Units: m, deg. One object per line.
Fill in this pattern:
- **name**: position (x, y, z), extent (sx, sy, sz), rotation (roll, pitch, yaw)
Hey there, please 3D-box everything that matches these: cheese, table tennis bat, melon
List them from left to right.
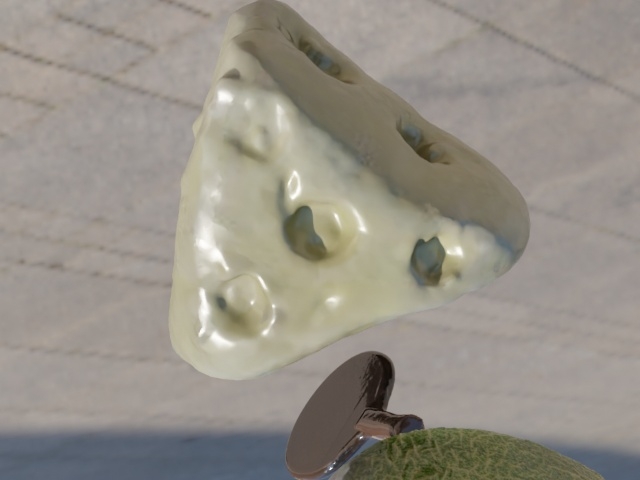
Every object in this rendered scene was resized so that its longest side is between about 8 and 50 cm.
- **table tennis bat**: position (-0.013, 0.094, 1.068), extent (0.119, 0.107, 0.170), rotation (37, 165, -19)
- **cheese**: position (0.000, 0.001, 1.094), extent (0.251, 0.173, 0.248), rotation (27, 117, -9)
- **melon**: position (0.050, 0.153, 0.668), extent (0.160, 0.128, 0.079), rotation (-49, -165, 8)
